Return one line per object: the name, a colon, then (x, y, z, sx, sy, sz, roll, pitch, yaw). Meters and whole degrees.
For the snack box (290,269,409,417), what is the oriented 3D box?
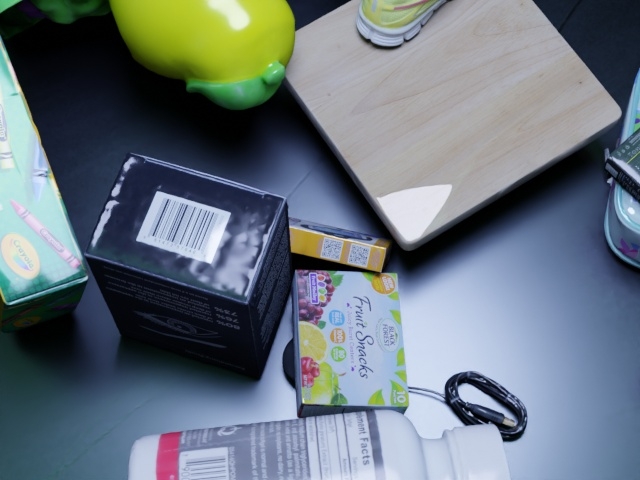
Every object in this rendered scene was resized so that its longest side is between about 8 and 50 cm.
snack box: (0.026, 0.097, 1.200, 0.100, 0.037, 0.141, 3, 57, -11)

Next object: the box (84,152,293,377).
box: (-0.113, 0.028, 1.184, 0.153, 0.207, 0.108, 17, 68, 7)

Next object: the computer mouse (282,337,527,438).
computer mouse: (0.080, 0.137, 1.225, 0.242, 0.041, 0.071, 13, 68, 6)

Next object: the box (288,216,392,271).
box: (0.000, 0.000, 1.260, 0.136, 0.081, 0.028, 15, 97, 6)

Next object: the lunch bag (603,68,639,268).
lunch bag: (0.417, -0.057, 1.259, 0.279, 0.108, 0.224, 12, 75, 9)

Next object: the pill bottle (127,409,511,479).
pill bottle: (0.002, 0.240, 1.112, 0.319, 0.176, 0.176, -6, 68, -1)

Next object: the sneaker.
sneaker: (0.117, -0.285, 1.270, 0.081, 0.094, 0.208, 34, 71, 16)

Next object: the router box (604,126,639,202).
router box: (0.340, -0.080, 1.195, 0.122, 0.038, 0.092, -41, 73, -7)

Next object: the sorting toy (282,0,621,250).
sorting toy: (0.122, -0.141, 1.311, 0.257, 0.089, 0.255, -31, 71, -11)

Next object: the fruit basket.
fruit basket: (-0.158, -0.292, 1.288, 0.392, 0.283, 0.392, -1, 94, -10)

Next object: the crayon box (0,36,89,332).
crayon box: (-0.303, -0.065, 1.190, 0.081, 0.165, 0.278, -20, 83, -18)
